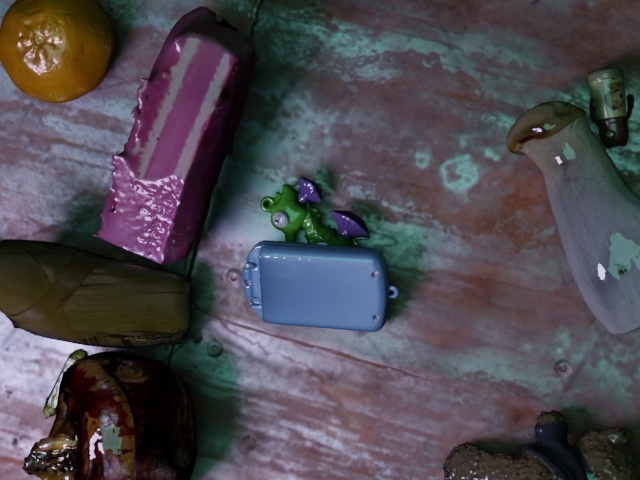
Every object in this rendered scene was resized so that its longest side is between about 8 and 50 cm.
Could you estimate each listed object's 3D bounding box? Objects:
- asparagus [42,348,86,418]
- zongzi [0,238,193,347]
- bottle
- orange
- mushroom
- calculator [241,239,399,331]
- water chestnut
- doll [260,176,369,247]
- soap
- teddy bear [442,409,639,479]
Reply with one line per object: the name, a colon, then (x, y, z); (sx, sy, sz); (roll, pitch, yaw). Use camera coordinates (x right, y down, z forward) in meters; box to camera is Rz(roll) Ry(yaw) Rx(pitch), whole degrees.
asparagus: (-0.351, 0.199, 1.992); (0.025, 0.021, 0.108); (29, 94, 6)
zongzi: (-0.307, 0.062, 1.853); (0.260, 0.289, 0.123); (7, 78, 9)
bottle: (0.374, -0.169, 1.872); (0.063, 0.047, 0.101); (-9, 90, 1)
orange: (-0.353, -0.262, 1.933); (0.159, 0.136, 0.159); (1, 93, 10)
mushroom: (0.363, -0.032, 1.845); (0.159, 0.122, 0.328); (-29, 84, -3)
calculator: (-0.001, 0.060, 1.905); (0.210, 0.039, 0.121); (3, 120, 12)
water chestnut: (-0.270, 0.251, 1.880); (0.238, 0.224, 0.223); (-3, 90, -24)
doll: (0.000, 0.000, 1.928); (0.190, 0.050, 0.115); (37, 105, 2)
soap: (-0.178, -0.134, 1.873); (0.127, 0.220, 0.324); (19, 92, -1)
teddy bear: (0.288, 0.314, 1.846); (0.251, 0.129, 0.182); (-18, 90, 9)
